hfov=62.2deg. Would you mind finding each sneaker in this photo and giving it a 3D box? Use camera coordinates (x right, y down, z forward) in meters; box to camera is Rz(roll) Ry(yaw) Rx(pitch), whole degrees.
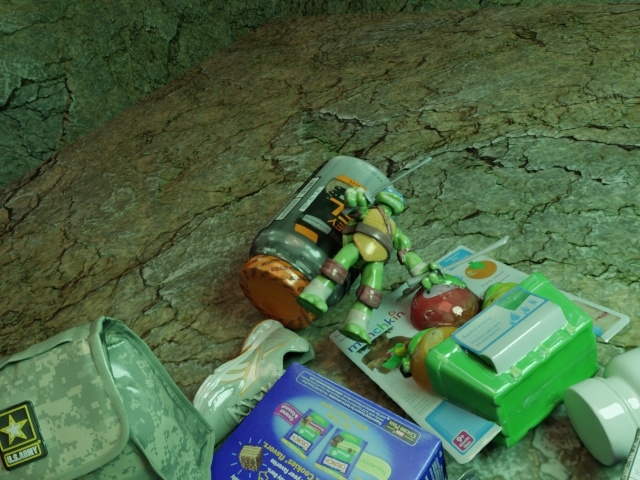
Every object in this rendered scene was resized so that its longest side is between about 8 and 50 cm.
[{"bbox_3d":[-0.110,0.247,0.900,0.121,0.099,0.262,15,50,31],"label":"sneaker"}]

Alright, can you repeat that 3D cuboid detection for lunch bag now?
[{"bbox_3d":[-0.297,0.245,0.649,0.235,0.287,0.169,-23,30,5],"label":"lunch bag"}]

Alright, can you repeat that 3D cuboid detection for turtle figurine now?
[{"bbox_3d":[0.099,0.018,0.832,0.275,0.198,0.266,16,68,38],"label":"turtle figurine"}]

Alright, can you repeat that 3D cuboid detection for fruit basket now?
[{"bbox_3d":[0.223,0.133,0.839,0.327,0.165,0.353,-32,35,-15],"label":"fruit basket"}]

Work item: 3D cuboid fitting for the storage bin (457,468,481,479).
[{"bbox_3d":[0.179,0.350,0.619,0.098,0.135,0.091,-35,49,-20],"label":"storage bin"}]

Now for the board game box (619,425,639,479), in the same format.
[{"bbox_3d":[0.416,0.358,0.487,0.291,0.141,0.232,16,50,37],"label":"board game box"}]

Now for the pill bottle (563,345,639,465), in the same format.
[{"bbox_3d":[0.446,0.197,0.683,0.229,0.131,0.131,-21,37,-2],"label":"pill bottle"}]

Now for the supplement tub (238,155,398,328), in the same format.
[{"bbox_3d":[0.000,0.000,1.064,0.207,0.207,0.338,11,47,34],"label":"supplement tub"}]

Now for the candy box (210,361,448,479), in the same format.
[{"bbox_3d":[-0.026,0.355,0.703,0.268,0.122,0.317,18,50,38],"label":"candy box"}]
